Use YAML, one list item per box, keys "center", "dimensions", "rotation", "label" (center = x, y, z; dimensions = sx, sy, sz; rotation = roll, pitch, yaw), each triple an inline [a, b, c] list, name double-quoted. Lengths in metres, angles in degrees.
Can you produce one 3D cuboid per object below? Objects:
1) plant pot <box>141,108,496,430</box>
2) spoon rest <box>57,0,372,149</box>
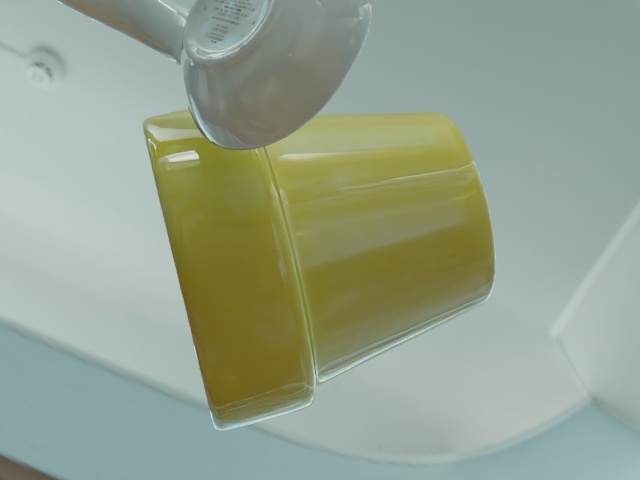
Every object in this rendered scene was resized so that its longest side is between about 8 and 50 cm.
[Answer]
- center: [0.000, 0.000, 0.849]
  dimensions: [0.238, 0.254, 0.254]
  rotation: [-14, -48, -8]
  label: "plant pot"
- center: [-0.072, -0.140, 0.684]
  dimensions: [0.276, 0.137, 0.084]
  rotation: [29, -5, 42]
  label: "spoon rest"
